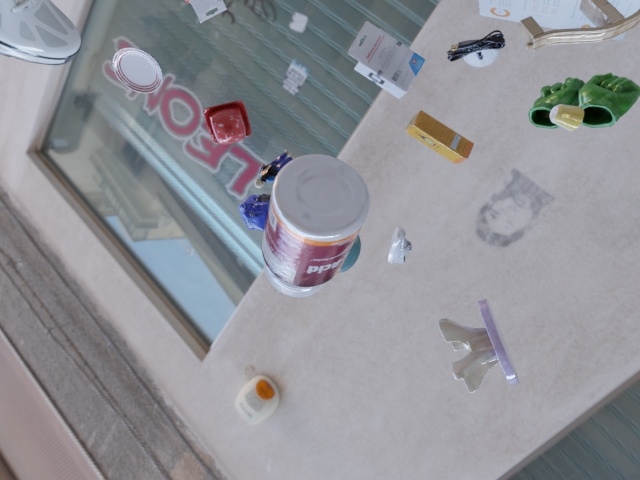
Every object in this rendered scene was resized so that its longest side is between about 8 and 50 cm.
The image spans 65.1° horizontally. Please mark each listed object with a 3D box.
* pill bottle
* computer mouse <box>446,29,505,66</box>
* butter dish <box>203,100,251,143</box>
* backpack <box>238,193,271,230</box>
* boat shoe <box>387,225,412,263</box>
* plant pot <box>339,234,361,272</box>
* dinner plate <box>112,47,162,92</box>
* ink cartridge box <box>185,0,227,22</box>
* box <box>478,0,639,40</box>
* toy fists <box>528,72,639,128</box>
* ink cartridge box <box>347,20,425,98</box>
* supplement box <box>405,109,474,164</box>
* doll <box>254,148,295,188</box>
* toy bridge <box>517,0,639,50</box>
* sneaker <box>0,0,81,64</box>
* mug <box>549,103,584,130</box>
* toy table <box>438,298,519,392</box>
[{"bbox_3d":[-0.030,-0.014,1.265,0.224,0.392,0.223,5,-119,-9],"label":"pill bottle"},{"bbox_3d":[0.320,-0.371,0.994,0.193,0.106,0.042,-27,-75,-61],"label":"computer mouse"},{"bbox_3d":[-0.348,-0.426,1.899,0.160,0.159,0.118,-14,-135,-2],"label":"butter dish"},{"bbox_3d":[-0.177,-0.080,1.438,0.120,0.097,0.101,10,-145,33],"label":"backpack"},{"bbox_3d":[0.239,0.020,1.482,0.063,0.184,0.066,11,-123,6],"label":"boat shoe"},{"bbox_3d":[0.000,0.000,1.786,0.255,0.271,0.271,21,-151,-45],"label":"plant pot"},{"bbox_3d":[-0.519,-0.485,1.428,0.141,0.141,0.017,25,-133,-20],"label":"dinner plate"},{"bbox_3d":[-0.229,-0.474,0.934,0.029,0.063,0.115,37,157,56],"label":"ink cartridge box"},{"bbox_3d":[0.554,-0.607,1.139,0.346,0.168,0.215,20,-175,18],"label":"box"},{"bbox_3d":[0.712,-0.384,1.364,0.096,0.142,0.279,55,161,-26],"label":"toy fists"},{"bbox_3d":[0.161,-0.460,1.282,0.180,0.104,0.060,31,176,-9],"label":"ink cartridge box"},{"bbox_3d":[0.424,-0.366,1.788,0.234,0.080,0.078,28,166,-10],"label":"supplement box"},{"bbox_3d":[-0.184,-0.274,1.966,0.129,0.189,0.046,45,174,38],"label":"doll"},{"bbox_3d":[0.327,-0.263,0.582,0.026,0.188,0.063,62,-175,-62],"label":"toy bridge"},{"bbox_3d":[-0.626,-0.521,0.939,0.448,0.258,0.169,31,-126,-45],"label":"sneaker"},{"bbox_3d":[0.621,-0.318,1.265,0.064,0.062,0.078,14,167,-8],"label":"mug"},{"bbox_3d":[0.480,0.328,1.531,0.274,0.161,0.252,68,-162,3],"label":"toy table"}]
